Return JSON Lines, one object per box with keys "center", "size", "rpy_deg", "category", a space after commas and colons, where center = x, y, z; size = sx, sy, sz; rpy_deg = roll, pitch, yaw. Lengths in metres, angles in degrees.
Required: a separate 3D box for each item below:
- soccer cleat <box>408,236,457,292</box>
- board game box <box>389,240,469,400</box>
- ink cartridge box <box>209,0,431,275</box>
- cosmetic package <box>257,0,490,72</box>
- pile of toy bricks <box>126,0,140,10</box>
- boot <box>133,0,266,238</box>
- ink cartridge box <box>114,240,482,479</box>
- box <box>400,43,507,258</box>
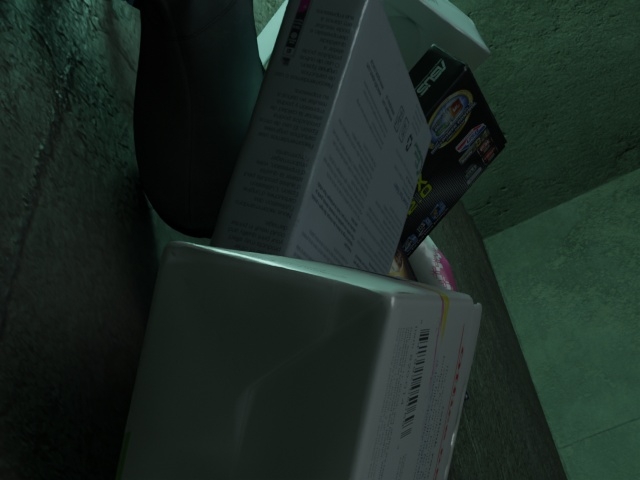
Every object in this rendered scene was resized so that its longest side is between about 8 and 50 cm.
{"center": [0.079, -0.014, 1.381], "size": [0.143, 0.116, 0.331], "rpy_deg": [15, 45, -58], "category": "soccer cleat"}
{"center": [0.050, 0.083, 1.033], "size": [0.165, 0.042, 0.243], "rpy_deg": [-15, 78, -48], "category": "board game box"}
{"center": [0.000, 0.000, 0.810], "size": [0.324, 0.071, 0.330], "rpy_deg": [47, 60, -71], "category": "ink cartridge box"}
{"center": [0.055, -0.244, 1.274], "size": [0.224, 0.225, 0.138], "rpy_deg": [32, 24, -21], "category": "cosmetic package"}
{"center": [-0.185, -0.276, 0.865], "size": [0.105, 0.118, 0.212], "rpy_deg": [29, 24, 3], "category": "pile of toy bricks"}
{"center": [-0.112, -0.182, 0.696], "size": [0.223, 0.118, 0.338], "rpy_deg": [44, 43, -75], "category": "boot"}
{"center": [0.007, 0.120, 0.601], "size": [0.353, 0.119, 0.207], "rpy_deg": [15, 87, -73], "category": "ink cartridge box"}
{"center": [0.102, -0.078, 1.208], "size": [0.060, 0.270, 0.216], "rpy_deg": [41, -1, 29], "category": "box"}
